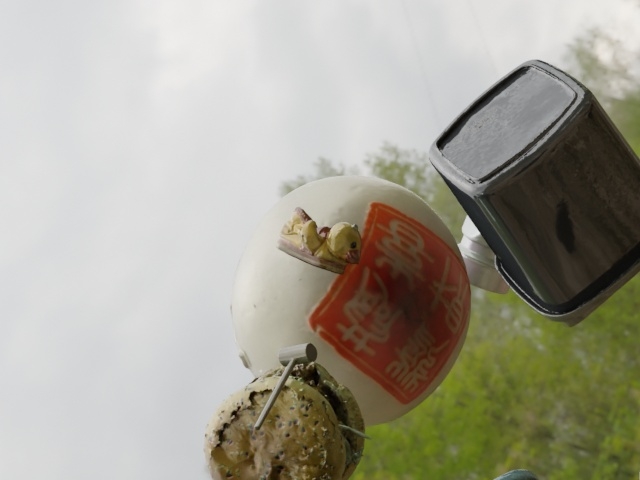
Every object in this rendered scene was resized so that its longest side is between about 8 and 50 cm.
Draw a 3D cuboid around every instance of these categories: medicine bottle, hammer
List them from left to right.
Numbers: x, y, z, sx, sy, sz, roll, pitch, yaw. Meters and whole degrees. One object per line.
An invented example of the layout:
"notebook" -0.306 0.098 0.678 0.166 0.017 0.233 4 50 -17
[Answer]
"hammer" -0.039 0.138 1.132 0.019 0.036 0.110 59 -142 -23
"medicine bottle" 0.301 -0.069 1.897 0.161 0.111 0.296 -85 16 -81

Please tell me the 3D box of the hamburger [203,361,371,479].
"hamburger" -0.035 0.225 1.351 0.113 0.186 0.177 -6 -86 -68

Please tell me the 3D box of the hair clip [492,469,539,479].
"hair clip" 0.085 0.448 1.133 0.392 0.238 0.318 -23 -39 -4

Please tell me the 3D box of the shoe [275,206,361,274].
"shoe" -0.003 -0.001 1.529 0.072 0.109 0.069 21 -95 -48

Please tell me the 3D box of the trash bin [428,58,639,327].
"trash bin" 0.272 -0.044 1.356 0.209 0.182 0.290 -41 -53 3

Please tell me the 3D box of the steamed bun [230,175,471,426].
"steamed bun" 0.062 0.087 1.734 0.375 0.241 0.374 3 -95 -28
